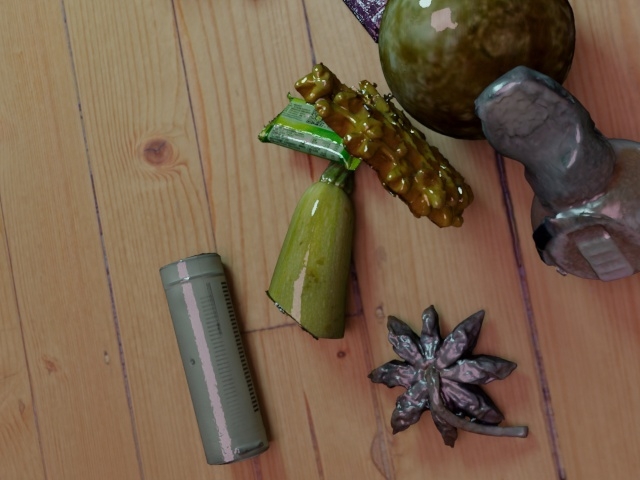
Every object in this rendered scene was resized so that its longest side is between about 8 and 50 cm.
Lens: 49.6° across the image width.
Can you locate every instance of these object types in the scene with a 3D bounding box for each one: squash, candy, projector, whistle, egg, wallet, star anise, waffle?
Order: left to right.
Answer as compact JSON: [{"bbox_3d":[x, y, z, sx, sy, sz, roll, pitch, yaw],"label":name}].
[{"bbox_3d":[-0.176,0.193,1.150,0.108,0.108,0.337,-17,85,25],"label":"projector"},{"bbox_3d":[-0.013,0.000,1.055,0.137,0.137,0.287,7,92,25],"label":"squash"},{"bbox_3d":[0.000,-0.168,1.073,0.178,0.032,0.102,20,67,25],"label":"candy"},{"bbox_3d":[0.079,-0.393,1.048,0.111,0.030,0.166,-41,75,22],"label":"wallet"},{"bbox_3d":[0.103,-0.124,0.903,0.260,0.293,0.069,46,109,4],"label":"waffle"},{"bbox_3d":[0.180,0.203,0.998,0.262,0.081,0.230,40,97,21],"label":"star anise"},{"bbox_3d":[0.189,-0.247,0.859,0.238,0.289,0.238,0,89,23],"label":"egg"},{"bbox_3d":[0.310,-0.084,0.833,0.189,0.189,0.348,-37,118,22],"label":"whistle"}]
